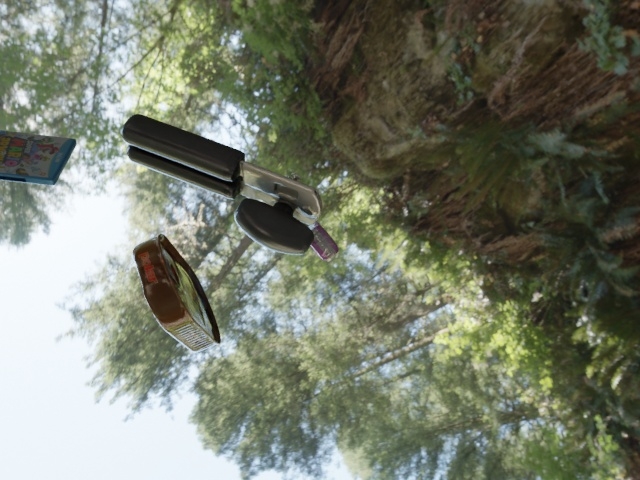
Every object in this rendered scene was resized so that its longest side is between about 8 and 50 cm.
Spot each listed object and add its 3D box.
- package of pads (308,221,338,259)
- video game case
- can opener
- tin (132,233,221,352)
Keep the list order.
[{"bbox_3d":[0.000,0.000,0.844,0.032,0.083,0.050,-36,-83,0],"label":"package of pads"},{"bbox_3d":[-0.511,-0.142,0.947,0.166,0.015,0.119,6,-137,-6],"label":"video game case"},{"bbox_3d":[-0.128,-0.077,0.714,0.280,0.074,0.093,25,-124,9],"label":"can opener"},{"bbox_3d":[-0.158,0.065,0.637,0.040,0.189,0.106,-27,-115,-7],"label":"tin"}]
